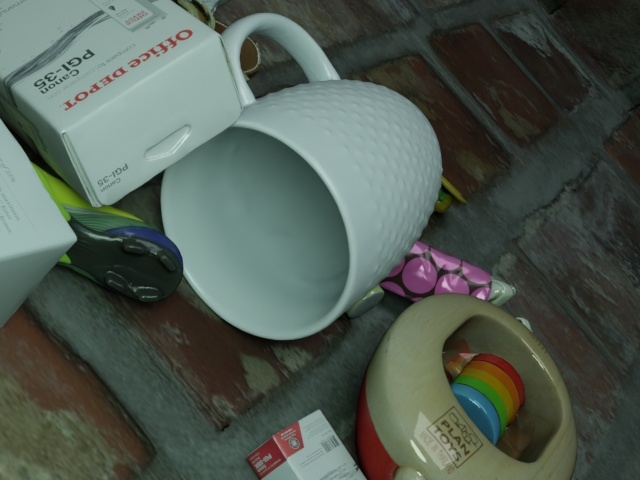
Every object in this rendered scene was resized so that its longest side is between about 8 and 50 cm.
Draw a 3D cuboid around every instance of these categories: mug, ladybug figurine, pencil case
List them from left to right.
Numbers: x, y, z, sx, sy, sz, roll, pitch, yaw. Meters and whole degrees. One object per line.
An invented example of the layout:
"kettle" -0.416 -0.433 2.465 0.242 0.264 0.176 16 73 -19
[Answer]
"mug" -0.015 -0.110 1.322 0.328 0.276 0.374 -35 102 -50
"pencil case" 0.148 0.054 1.539 0.209 0.098 0.095 25 -1 -3
"ladybug figurine" 0.175 0.229 1.335 0.305 0.162 0.449 53 29 9

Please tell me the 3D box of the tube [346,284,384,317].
"tube" 0.000 0.000 1.495 0.240 0.062 0.070 54 -9 19

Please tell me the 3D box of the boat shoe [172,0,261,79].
"boat shoe" -0.204 -0.282 1.472 0.324 0.120 0.122 2 72 -45

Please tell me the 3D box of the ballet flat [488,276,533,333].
"ballet flat" 0.268 0.129 1.615 0.107 0.106 0.316 8 49 -45

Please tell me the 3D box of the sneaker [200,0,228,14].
"sneaker" -0.196 -0.351 1.638 0.083 0.071 0.191 55 41 1

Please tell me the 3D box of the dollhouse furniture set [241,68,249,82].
"dollhouse furniture set" -0.213 -0.190 1.345 0.101 0.161 0.182 53 32 9

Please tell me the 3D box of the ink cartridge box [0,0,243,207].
"ink cartridge box" -0.252 -0.193 1.163 0.207 0.117 0.283 -37 52 -19

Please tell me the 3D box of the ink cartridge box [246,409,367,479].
"ink cartridge box" -0.006 0.274 1.186 0.135 0.056 0.099 55 33 12

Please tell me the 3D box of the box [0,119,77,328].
"box" -0.425 -0.008 0.896 0.215 0.168 0.345 55 34 12

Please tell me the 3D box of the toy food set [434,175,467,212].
"toy food set" 0.153 -0.119 1.797 0.218 0.071 0.128 44 8 -8

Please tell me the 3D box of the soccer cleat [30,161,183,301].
"soccer cleat" -0.286 -0.020 1.173 0.289 0.093 0.121 31 5 -17
